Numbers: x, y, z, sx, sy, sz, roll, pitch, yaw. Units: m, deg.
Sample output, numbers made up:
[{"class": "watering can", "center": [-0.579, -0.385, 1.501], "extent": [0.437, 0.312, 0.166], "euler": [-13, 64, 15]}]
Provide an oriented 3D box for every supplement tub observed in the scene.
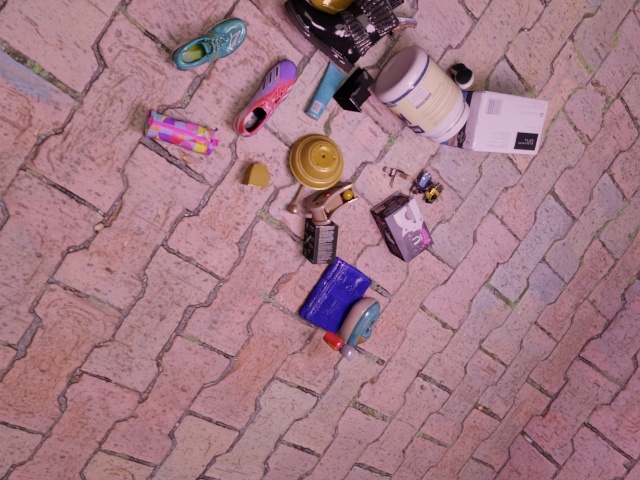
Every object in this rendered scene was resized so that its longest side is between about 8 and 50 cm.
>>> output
[{"class": "supplement tub", "center": [0.391, -0.547, 1.787], "extent": [0.324, 0.235, 0.236], "euler": [33, 94, -29]}]

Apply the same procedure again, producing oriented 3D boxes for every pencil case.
[{"class": "pencil case", "center": [-0.463, -0.359, 1.566], "extent": [0.236, 0.104, 0.105], "euler": [12, 103, -26]}]

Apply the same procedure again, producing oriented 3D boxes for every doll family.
[{"class": "doll family", "center": [0.466, -0.220, 2.035], "extent": [0.193, 0.076, 0.111], "euler": [36, 96, -24]}]

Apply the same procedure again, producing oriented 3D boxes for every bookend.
[{"class": "bookend", "center": [0.145, -0.557, 1.723], "extent": [0.157, 0.156, 0.072], "euler": [-49, 119, -1]}]

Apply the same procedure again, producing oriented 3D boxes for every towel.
[{"class": "towel", "center": [0.071, 0.248, 2.028], "extent": [0.227, 0.076, 0.308], "euler": [33, 93, -29]}]

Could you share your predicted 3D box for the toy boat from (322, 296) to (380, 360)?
[{"class": "toy boat", "center": [0.147, 0.395, 2.004], "extent": [0.318, 0.148, 0.268], "euler": [-27, 147, -51]}]

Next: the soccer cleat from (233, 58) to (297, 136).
[{"class": "soccer cleat", "center": [-0.179, -0.489, 1.629], "extent": [0.108, 0.116, 0.318], "euler": [39, 91, -29]}]

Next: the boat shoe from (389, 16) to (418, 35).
[{"class": "boat shoe", "center": [0.274, -0.799, 1.749], "extent": [0.183, 0.066, 0.066], "euler": [-2, 114, -12]}]

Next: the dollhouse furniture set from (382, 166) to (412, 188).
[{"class": "dollhouse furniture set", "center": [0.313, -0.245, 1.934], "extent": [0.090, 0.114, 0.081], "euler": [8, 110, -28]}]

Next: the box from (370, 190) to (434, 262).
[{"class": "box", "center": [0.352, -0.058, 2.000], "extent": [0.163, 0.142, 0.247], "euler": [-34, 119, -8]}]

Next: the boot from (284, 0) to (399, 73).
[{"class": "boot", "center": [0.075, -0.766, 1.584], "extent": [0.347, 0.131, 0.260], "euler": [27, 124, -38]}]

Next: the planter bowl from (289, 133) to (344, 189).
[{"class": "planter bowl", "center": [0.000, -0.304, 1.746], "extent": [0.217, 0.090, 0.218], "euler": [2, 84, -17]}]

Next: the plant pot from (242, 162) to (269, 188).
[{"class": "plant pot", "center": [-0.232, -0.239, 1.721], "extent": [0.081, 0.081, 0.084], "euler": [8, 95, -25]}]

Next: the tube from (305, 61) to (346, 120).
[{"class": "tube", "center": [0.018, -0.548, 1.736], "extent": [0.080, 0.052, 0.207], "euler": [30, 90, -34]}]

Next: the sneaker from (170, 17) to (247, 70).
[{"class": "sneaker", "center": [-0.351, -0.624, 1.511], "extent": [0.275, 0.110, 0.107], "euler": [-35, 118, -9]}]

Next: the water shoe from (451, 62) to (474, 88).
[{"class": "water shoe", "center": [0.570, -0.635, 1.859], "extent": [0.072, 0.203, 0.080], "euler": [-15, 128, 17]}]

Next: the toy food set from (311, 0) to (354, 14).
[{"class": "toy food set", "center": [0.057, -0.861, 1.633], "extent": [0.217, 0.071, 0.128], "euler": [14, 127, -24]}]

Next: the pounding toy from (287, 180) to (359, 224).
[{"class": "pounding toy", "center": [0.008, -0.165, 1.807], "extent": [0.269, 0.154, 0.155], "euler": [-28, 117, -12]}]

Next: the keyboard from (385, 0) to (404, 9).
[{"class": "keyboard", "center": [0.256, -0.948, 1.698], "extent": [0.100, 0.038, 0.192], "euler": [-37, 119, -7]}]

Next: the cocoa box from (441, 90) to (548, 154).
[{"class": "cocoa box", "center": [0.716, -0.490, 1.951], "extent": [0.346, 0.228, 0.232], "euler": [-1, 108, -23]}]

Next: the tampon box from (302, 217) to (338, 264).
[{"class": "tampon box", "center": [0.000, 0.000, 1.881], "extent": [0.101, 0.120, 0.161], "euler": [-2, 109, -22]}]
